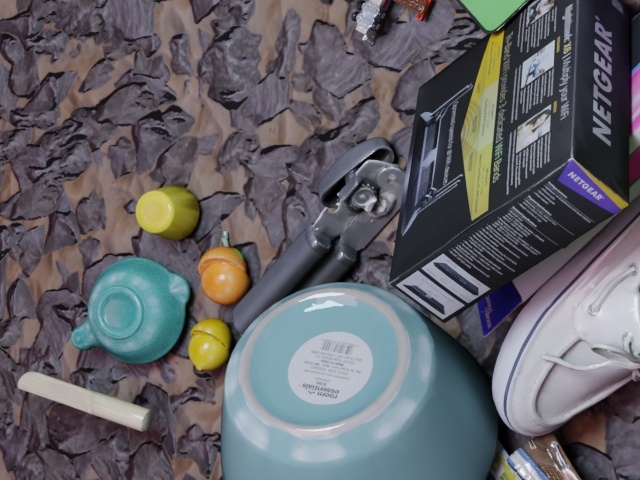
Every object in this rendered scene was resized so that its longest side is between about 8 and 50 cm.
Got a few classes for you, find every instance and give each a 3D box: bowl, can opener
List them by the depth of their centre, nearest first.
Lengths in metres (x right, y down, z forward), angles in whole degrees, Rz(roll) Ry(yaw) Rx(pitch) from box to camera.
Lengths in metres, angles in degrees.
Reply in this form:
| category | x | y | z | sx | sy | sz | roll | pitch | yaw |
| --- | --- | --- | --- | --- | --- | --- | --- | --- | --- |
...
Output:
| category | x | y | z | sx | sy | sz | roll | pitch | yaw |
| --- | --- | --- | --- | --- | --- | --- | --- | --- | --- |
| bowl | 0.021 | 0.165 | 1.649 | 0.312 | 0.163 | 0.311 | -9 | 50 | 11 |
| can opener | 0.000 | 0.000 | 1.830 | 0.283 | 0.076 | 0.095 | -48 | 32 | 24 |

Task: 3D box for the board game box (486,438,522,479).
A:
| category | x | y | z | sx | sy | sz | roll | pitch | yaw |
| --- | --- | --- | --- | --- | --- | --- | --- | --- | --- |
| board game box | 0.089 | 0.350 | 1.661 | 0.317 | 0.046 | 0.213 | -30 | 69 | -6 |

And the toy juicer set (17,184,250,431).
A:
| category | x | y | z | sx | sy | sz | roll | pitch | yaw |
| --- | --- | --- | --- | --- | --- | --- | --- | --- | --- |
| toy juicer set | -0.207 | 0.111 | 1.953 | 0.209 | 0.089 | 0.329 | 38 | 101 | 15 |

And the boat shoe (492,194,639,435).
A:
| category | x | y | z | sx | sy | sz | roll | pitch | yaw |
| --- | --- | --- | --- | --- | --- | --- | --- | --- | --- |
| boat shoe | 0.319 | 0.081 | 1.541 | 0.367 | 0.136 | 0.156 | -50 | 35 | 16 |

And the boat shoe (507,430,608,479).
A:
| category | x | y | z | sx | sy | sz | roll | pitch | yaw |
| --- | --- | --- | --- | --- | --- | --- | --- | --- | --- |
| boat shoe | 0.277 | 0.274 | 1.620 | 0.066 | 0.066 | 0.183 | -43 | 81 | 0 |

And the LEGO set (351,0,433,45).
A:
| category | x | y | z | sx | sy | sz | roll | pitch | yaw |
| --- | --- | --- | --- | --- | --- | --- | --- | --- | --- |
| LEGO set | 0.103 | -0.337 | 1.779 | 0.244 | 0.060 | 0.182 | -16 | 79 | 21 |

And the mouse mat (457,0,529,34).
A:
| category | x | y | z | sx | sy | sz | roll | pitch | yaw |
| --- | --- | --- | --- | --- | --- | --- | --- | --- | --- |
| mouse mat | 0.191 | -0.317 | 1.667 | 0.152 | 0.007 | 0.189 | -44 | 47 | 12 |

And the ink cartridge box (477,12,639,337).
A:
| category | x | y | z | sx | sy | sz | roll | pitch | yaw |
| --- | --- | --- | --- | --- | --- | --- | --- | --- | --- |
| ink cartridge box | 0.261 | -0.080 | 1.589 | 0.371 | 0.069 | 0.175 | -48 | 23 | 25 |

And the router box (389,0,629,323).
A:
| category | x | y | z | sx | sy | sz | roll | pitch | yaw |
| --- | --- | --- | --- | --- | --- | --- | --- | --- | --- |
| router box | 0.191 | -0.100 | 1.558 | 0.243 | 0.081 | 0.308 | -36 | 29 | 37 |
